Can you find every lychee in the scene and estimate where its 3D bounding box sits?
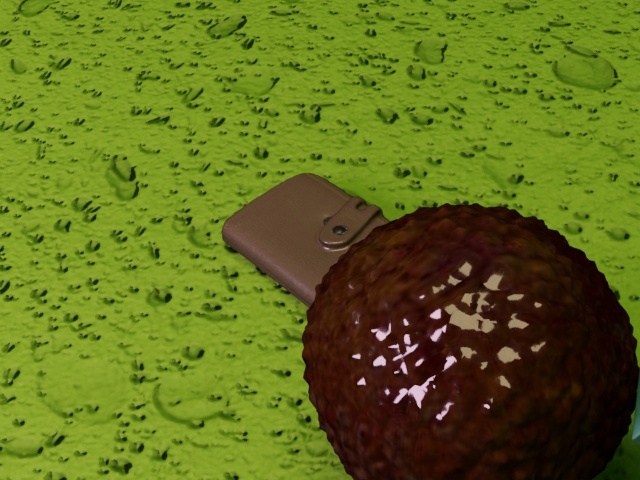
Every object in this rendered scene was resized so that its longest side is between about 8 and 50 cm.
[{"bbox_3d":[0.113,0.089,1.418,0.260,0.260,0.260,-2,41,2],"label":"lychee"}]

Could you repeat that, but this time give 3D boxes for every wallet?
[{"bbox_3d":[0.000,0.000,1.676,0.118,0.039,0.152,-34,48,-27],"label":"wallet"}]

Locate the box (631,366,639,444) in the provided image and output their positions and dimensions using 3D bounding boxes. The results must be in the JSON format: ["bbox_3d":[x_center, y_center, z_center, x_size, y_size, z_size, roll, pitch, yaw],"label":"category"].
[{"bbox_3d":[0.329,0.137,1.398,0.229,0.041,0.162,33,42,-15],"label":"box"}]
